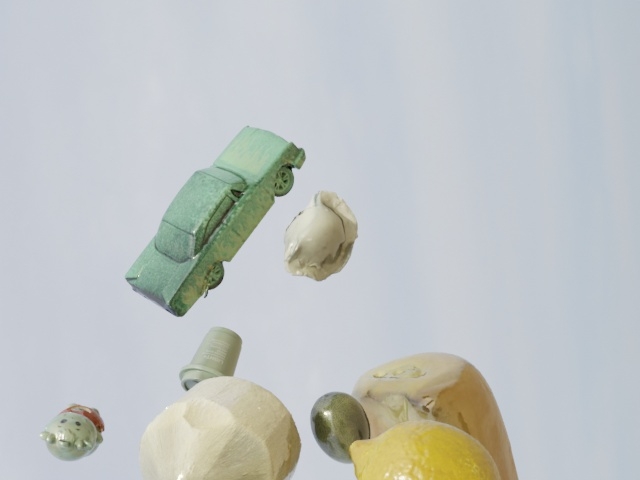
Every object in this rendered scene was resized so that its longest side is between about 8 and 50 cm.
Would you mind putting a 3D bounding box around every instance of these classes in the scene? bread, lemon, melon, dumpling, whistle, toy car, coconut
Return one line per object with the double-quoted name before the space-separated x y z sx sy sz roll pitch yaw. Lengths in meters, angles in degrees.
"bread" 0.245 0.420 2.432 0.253 0.348 0.376 -26 -78 -34
"lemon" 0.138 0.318 1.450 0.187 0.244 0.187 -55 -9 -13
"melon" 0.035 0.319 2.027 0.130 0.098 0.098 63 -156 -15
"dumpling" 0.000 0.000 2.200 0.127 0.108 0.188 42 -120 -23
"whistle" -0.470 0.370 2.290 0.102 0.106 0.253 43 178 1
"toy car" -0.161 -0.038 1.799 0.320 0.141 0.097 -53 -48 -11
"coconut" -0.164 0.352 1.908 0.266 0.237 0.237 -34 -62 -58

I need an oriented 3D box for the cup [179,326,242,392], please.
"cup" -0.222 0.254 2.470 0.120 0.120 0.141 63 -144 -47
